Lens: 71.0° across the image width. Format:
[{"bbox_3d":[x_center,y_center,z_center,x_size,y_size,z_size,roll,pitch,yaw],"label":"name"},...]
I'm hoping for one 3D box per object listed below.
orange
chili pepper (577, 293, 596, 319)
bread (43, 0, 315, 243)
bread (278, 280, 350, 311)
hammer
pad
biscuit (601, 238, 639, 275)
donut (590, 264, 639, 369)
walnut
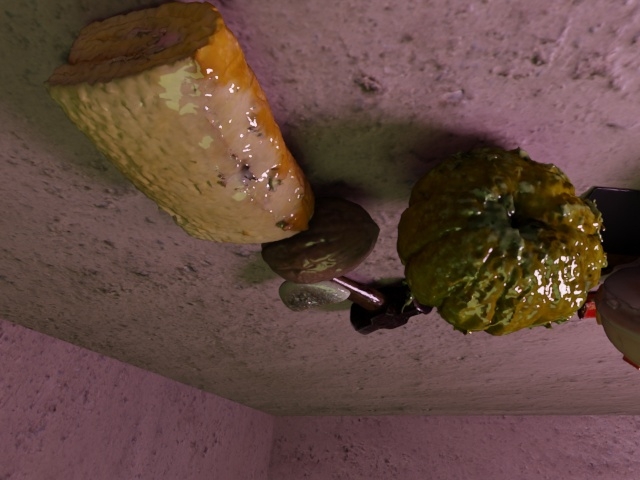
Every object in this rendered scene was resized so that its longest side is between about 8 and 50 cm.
[{"bbox_3d":[0.269,0.000,0.673,0.301,0.300,0.223,20,159,8],"label":"orange"},{"bbox_3d":[0.721,0.167,1.133,0.123,0.073,0.070,0,-168,12],"label":"chili pepper"},{"bbox_3d":[-0.159,-0.130,0.651,0.236,0.165,0.375,0,150,17],"label":"bread"},{"bbox_3d":[-0.036,0.128,1.082,0.193,0.036,0.112,-19,134,37],"label":"bread"},{"bbox_3d":[0.067,0.115,1.138,0.409,0.095,0.242,29,142,-27],"label":"hammer"},{"bbox_3d":[0.594,-0.029,0.841,0.245,0.006,0.170,5,139,-1],"label":"pad"},{"bbox_3d":[0.543,0.030,0.956,0.236,0.039,0.180,12,150,-9],"label":"biscuit"},{"bbox_3d":[0.723,0.152,0.836,0.383,0.142,0.382,-6,-166,1],"label":"donut"},{"bbox_3d":[-0.001,-0.002,0.842,0.230,0.178,0.178,-10,147,20],"label":"walnut"}]
